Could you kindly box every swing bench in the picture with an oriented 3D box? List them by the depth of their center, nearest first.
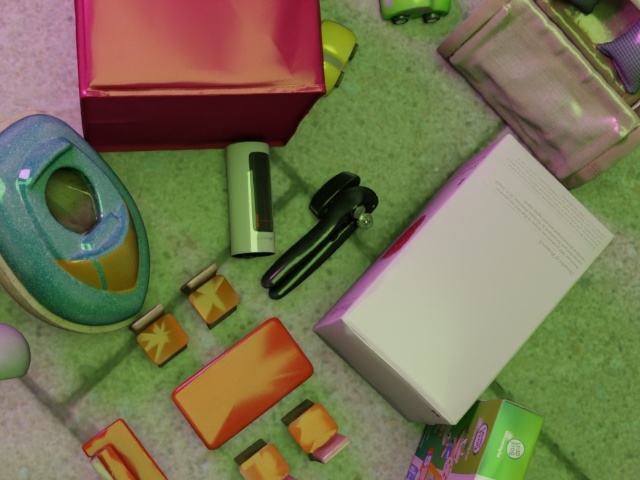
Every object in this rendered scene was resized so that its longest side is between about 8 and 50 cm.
[{"bbox_3d":[0.331,-0.244,1.300,0.255,0.165,0.253,-44,93,-14],"label":"swing bench"}]

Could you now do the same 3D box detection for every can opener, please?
[{"bbox_3d":[0.000,0.000,1.259,0.186,0.073,0.059,-51,133,-11],"label":"can opener"}]

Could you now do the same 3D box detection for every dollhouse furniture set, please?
[{"bbox_3d":[-0.129,0.192,1.155,0.259,0.135,0.262,-37,91,-14],"label":"dollhouse furniture set"}]

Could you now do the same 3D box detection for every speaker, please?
[{"bbox_3d":[-0.084,-0.047,1.241,0.055,0.055,0.136,-2,82,-12],"label":"speaker"}]

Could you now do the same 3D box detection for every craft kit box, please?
[{"bbox_3d":[0.140,0.299,1.139,0.061,0.246,0.250,24,77,-9],"label":"craft kit box"}]

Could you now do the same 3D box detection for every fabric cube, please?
[{"bbox_3d":[-0.148,-0.253,1.153,0.254,0.259,0.258,-2,82,-13],"label":"fabric cube"}]

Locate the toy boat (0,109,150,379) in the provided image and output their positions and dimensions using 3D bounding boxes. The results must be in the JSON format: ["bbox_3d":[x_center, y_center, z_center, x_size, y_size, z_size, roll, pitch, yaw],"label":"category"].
[{"bbox_3d":[-0.291,0.031,1.080,0.267,0.148,0.318,55,45,-29],"label":"toy boat"}]

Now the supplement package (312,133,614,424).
[{"bbox_3d":[0.161,0.051,1.214,0.175,0.177,0.293,44,75,-2],"label":"supplement package"}]

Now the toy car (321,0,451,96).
[{"bbox_3d":[0.064,-0.310,1.310,0.225,0.053,0.239,-7,84,-12],"label":"toy car"}]
